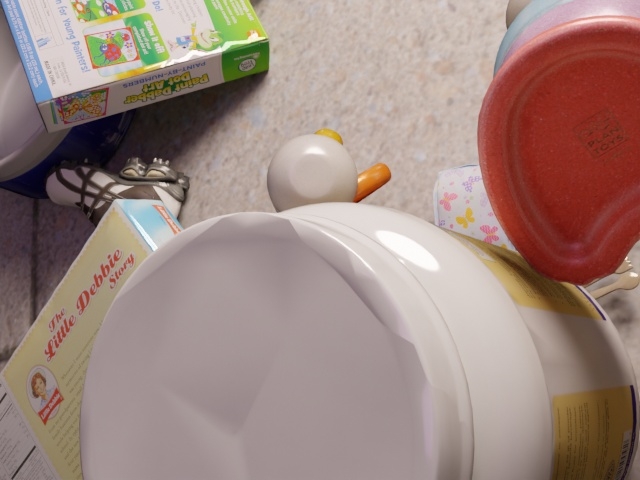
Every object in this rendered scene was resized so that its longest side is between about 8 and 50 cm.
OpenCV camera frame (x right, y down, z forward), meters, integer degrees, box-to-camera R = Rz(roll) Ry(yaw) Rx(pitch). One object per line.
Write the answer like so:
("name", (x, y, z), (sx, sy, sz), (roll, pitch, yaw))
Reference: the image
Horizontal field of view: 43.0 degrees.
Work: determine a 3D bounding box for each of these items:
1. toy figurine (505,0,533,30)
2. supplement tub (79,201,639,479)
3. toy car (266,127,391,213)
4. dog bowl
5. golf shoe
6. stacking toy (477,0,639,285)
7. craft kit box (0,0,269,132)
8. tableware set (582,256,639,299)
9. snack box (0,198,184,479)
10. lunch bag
("toy figurine", (0.262, -0.180, 0.584), (0.209, 0.148, 0.213), (26, 80, 35))
("supplement tub", (0.047, 0.106, 0.506), (0.241, 0.331, 0.241), (-5, 80, 32))
("toy car", (0.000, 0.000, 0.719), (0.136, 0.159, 0.182), (28, 89, -2))
("dog bowl", (-0.350, -0.189, 1.003), (0.264, 0.104, 0.265), (-11, 68, 29))
("golf shoe", (-0.239, -0.039, 0.902), (0.198, 0.077, 0.094), (0, 74, 33))
("stacking toy", (0.263, -0.064, 0.452), (0.308, 0.280, 0.130), (-23, 22, 30))
("craft kit box", (-0.213, -0.257, 0.886), (0.246, 0.061, 0.250), (-20, 63, -12))
("tableware set", (0.254, -0.020, 0.627), (0.154, 0.024, 0.104), (-29, 58, 22))
("snack box", (-0.187, 0.144, 0.694), (0.187, 0.060, 0.322), (49, 115, 23))
("lunch bag", (0.135, -0.024, 0.682), (0.071, 0.053, 0.083), (-10, 79, 30))
